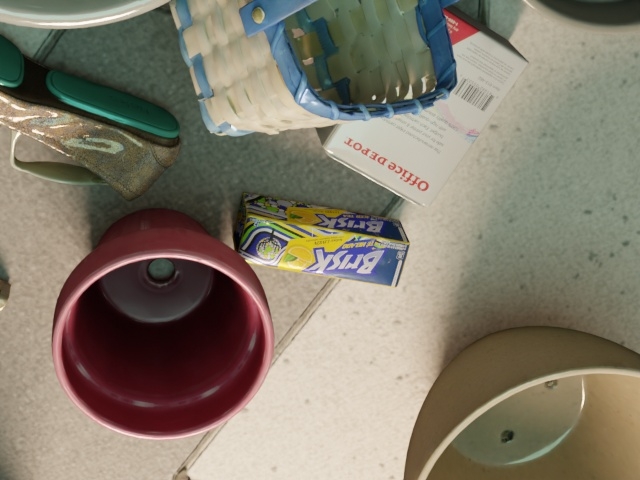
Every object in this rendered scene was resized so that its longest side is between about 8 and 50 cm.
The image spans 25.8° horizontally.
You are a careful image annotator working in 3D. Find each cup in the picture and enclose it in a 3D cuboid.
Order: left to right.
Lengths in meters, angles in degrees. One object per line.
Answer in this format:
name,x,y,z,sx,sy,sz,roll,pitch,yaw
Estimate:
cup,0.225,0.219,1.439,0.331,0.237,0.331,-4,114,-8

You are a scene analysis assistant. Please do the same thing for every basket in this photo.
basket,0.032,-0.199,1.162,0.289,0.255,0.201,-15,88,37

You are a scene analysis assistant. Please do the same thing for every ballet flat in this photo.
ballet flat,-0.283,-0.121,1.281,0.316,0.107,0.106,26,115,-18

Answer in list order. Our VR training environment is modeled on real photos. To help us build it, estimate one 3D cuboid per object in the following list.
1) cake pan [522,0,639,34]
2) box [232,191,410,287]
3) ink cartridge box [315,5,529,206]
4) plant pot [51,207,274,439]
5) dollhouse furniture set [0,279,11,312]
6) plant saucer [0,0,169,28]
cake pan,0.282,-0.339,1.298,0.293,0.054,0.293,-3,114,-7
box,0.000,0.000,1.401,0.169,0.059,0.054,9,114,-13
ink cartridge box,0.094,-0.140,1.346,0.127,0.072,0.175,29,107,-19
plant pot,-0.154,0.062,1.338,0.201,0.180,0.201,-4,114,-8
dollhouse furniture set,-0.382,0.033,1.316,0.184,0.129,0.129,29,106,-19
plant saucer,-0.225,-0.382,1.171,0.400,0.100,0.400,-3,114,-7
